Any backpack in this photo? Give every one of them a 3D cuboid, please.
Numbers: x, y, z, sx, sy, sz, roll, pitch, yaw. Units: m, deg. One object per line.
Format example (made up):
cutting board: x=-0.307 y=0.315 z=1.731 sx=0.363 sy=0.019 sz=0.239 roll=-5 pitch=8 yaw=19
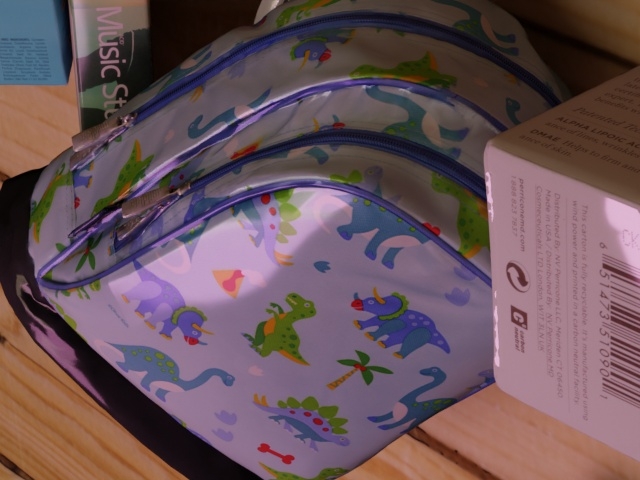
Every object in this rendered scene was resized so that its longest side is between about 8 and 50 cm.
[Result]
backpack: x=0.000 y=0.000 z=1.160 sx=0.355 sy=0.273 sz=0.290 roll=-38 pitch=111 yaw=22

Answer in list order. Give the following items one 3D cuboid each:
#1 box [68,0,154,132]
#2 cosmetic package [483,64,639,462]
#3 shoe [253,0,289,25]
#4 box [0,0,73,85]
box: x=-0.149 y=-0.130 z=1.377 sx=0.232 sy=0.058 sz=0.322 roll=-105 pitch=11 yaw=-57
cosmetic package: x=0.201 y=0.004 z=0.980 sx=0.151 sy=0.184 sz=0.151 roll=25 pitch=131 yaw=42
shoe: x=0.001 y=-0.102 z=1.293 sx=0.081 sy=0.063 sz=0.178 roll=41 pitch=145 yaw=27
box: x=-0.224 y=-0.236 z=1.424 sx=0.244 sy=0.060 sz=0.100 roll=89 pitch=-177 yaw=-49
